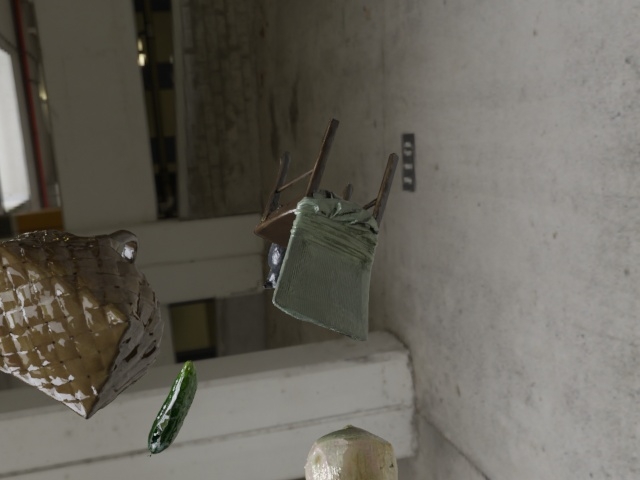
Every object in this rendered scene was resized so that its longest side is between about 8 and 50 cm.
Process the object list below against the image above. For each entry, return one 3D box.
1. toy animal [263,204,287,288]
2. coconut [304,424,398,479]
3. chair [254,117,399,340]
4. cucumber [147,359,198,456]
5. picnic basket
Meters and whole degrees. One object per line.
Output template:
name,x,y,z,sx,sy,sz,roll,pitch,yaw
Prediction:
toy animal,-0.058,0.009,1.548,0.117,0.121,0.210,86,-166,-49
coconut,0.059,0.442,1.413,0.194,0.194,0.194,173,90,-77
chair,0.000,0.000,1.125,0.186,0.160,0.319,-27,43,55
cucumber,-0.205,0.241,1.030,0.168,0.039,0.039,-63,24,15
picnic basket,-0.425,0.115,1.344,0.293,0.337,0.337,-63,26,19
